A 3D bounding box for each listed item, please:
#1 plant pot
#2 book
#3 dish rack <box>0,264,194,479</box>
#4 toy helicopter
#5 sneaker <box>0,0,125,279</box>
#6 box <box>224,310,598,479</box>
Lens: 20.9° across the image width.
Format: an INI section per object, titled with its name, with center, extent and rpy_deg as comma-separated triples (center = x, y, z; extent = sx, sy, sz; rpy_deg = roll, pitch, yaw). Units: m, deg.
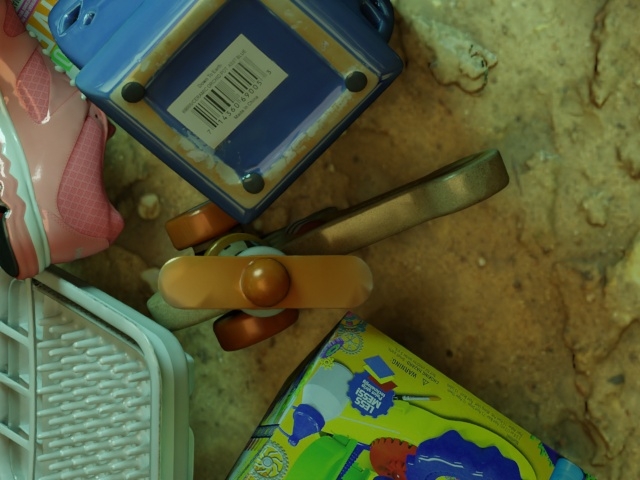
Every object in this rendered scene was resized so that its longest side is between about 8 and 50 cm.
[plant pot]
center = -0.078, -0.169, 1.515
extent = 0.236, 0.212, 0.236
rpy_deg = -44, 115, 13
[book]
center = -0.262, -0.219, 1.696
extent = 0.144, 0.035, 0.096
rpy_deg = 36, 106, 8
[dish rack]
center = -0.216, 0.171, 1.664
extent = 0.333, 0.072, 0.286
rpy_deg = 24, 116, 50
[toy helicopter]
center = 0.000, 0.000, 1.562
extent = 0.355, 0.235, 0.140
rpy_deg = -23, 95, 18
[sneaker]
center = -0.269, -0.122, 1.656
extent = 0.136, 0.116, 0.314
rpy_deg = -11, 83, -21
[box]
center = 0.053, 0.274, 1.541
extent = 0.290, 0.279, 0.177
rpy_deg = 34, 148, -3
